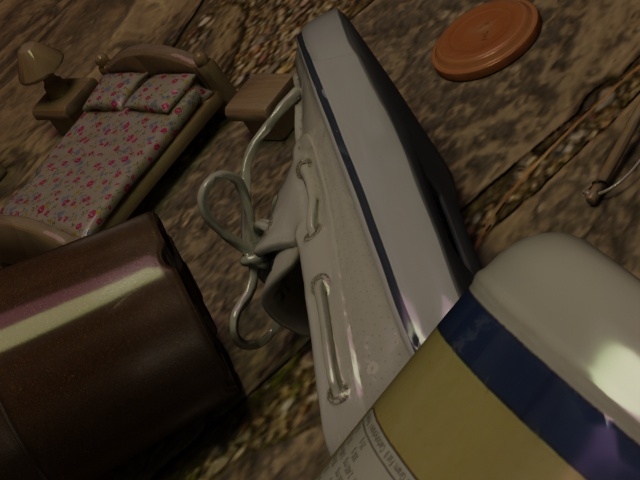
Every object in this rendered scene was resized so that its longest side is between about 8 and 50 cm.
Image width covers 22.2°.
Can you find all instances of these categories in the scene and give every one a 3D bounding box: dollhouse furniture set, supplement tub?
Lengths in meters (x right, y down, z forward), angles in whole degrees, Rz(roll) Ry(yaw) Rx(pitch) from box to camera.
[{"bbox_3d":[-0.246,-0.064,1.220,0.355,0.174,0.303,4,49,44],"label":"dollhouse furniture set"},{"bbox_3d":[0.056,0.181,0.501,0.316,0.228,0.228,-52,33,5],"label":"supplement tub"}]

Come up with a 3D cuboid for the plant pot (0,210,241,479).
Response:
[{"bbox_3d":[-0.146,0.072,0.985,0.165,0.167,0.167,-26,33,-3],"label":"plant pot"}]

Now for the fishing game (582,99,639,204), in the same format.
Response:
[{"bbox_3d":[0.262,-0.092,0.887,0.189,0.041,0.264,-56,27,-17],"label":"fishing game"}]

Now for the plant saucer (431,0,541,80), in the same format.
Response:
[{"bbox_3d":[0.116,-0.145,1.157,0.083,0.013,0.083,-23,35,17],"label":"plant saucer"}]

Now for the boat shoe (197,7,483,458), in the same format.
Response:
[{"bbox_3d":[0.005,0.006,0.969,0.156,0.136,0.367,-30,42,12],"label":"boat shoe"}]
